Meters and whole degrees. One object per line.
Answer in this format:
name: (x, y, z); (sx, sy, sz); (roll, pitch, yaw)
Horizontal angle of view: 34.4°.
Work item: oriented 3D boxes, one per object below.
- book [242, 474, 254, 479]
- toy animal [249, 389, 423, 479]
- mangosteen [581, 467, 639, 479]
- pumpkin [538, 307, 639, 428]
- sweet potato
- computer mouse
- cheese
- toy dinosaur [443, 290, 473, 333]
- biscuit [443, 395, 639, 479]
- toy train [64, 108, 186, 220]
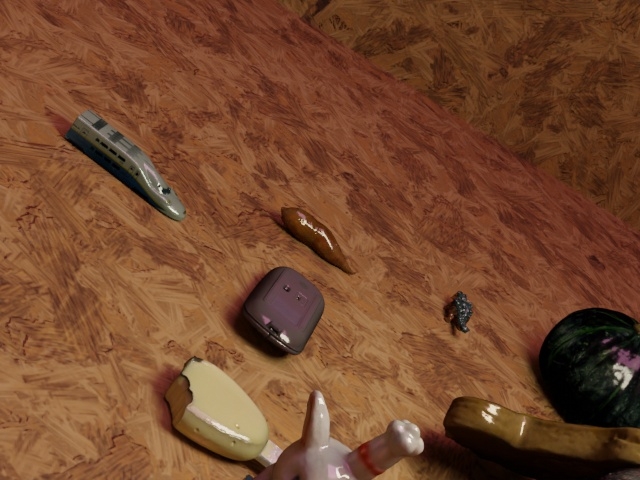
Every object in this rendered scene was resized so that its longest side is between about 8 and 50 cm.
book: (-0.023, 0.412, 1.214); (0.269, 0.025, 0.191); (41, 23, 3)
toy animal: (-0.020, 0.279, 1.104); (0.141, 0.282, 0.138); (36, 39, -4)
mangosteen: (0.446, 0.477, 1.308); (0.422, 0.380, 0.381); (3, 20, 13)
pumpkin: (0.604, 0.270, 2.113); (0.315, 0.238, 0.315); (27, 27, -15)
sweet potato: (0.000, 0.000, 1.939); (0.195, 0.056, 0.056); (42, 23, -10)
computer mouse: (-0.057, 0.112, 1.647); (0.120, 0.057, 0.232); (38, 21, -3)
cheese: (-0.094, 0.258, 1.347); (0.255, 0.050, 0.127); (39, 24, -1)
toy dinosaur: (0.283, 0.146, 2.085); (0.049, 0.055, 0.154); (37, 21, -16)
biscuit: (0.394, 0.318, 1.585); (0.394, 0.076, 0.368); (3, -23, 40)
toy train: (-0.307, -0.121, 1.698); (0.234, 0.051, 0.052); (38, 28, -4)
